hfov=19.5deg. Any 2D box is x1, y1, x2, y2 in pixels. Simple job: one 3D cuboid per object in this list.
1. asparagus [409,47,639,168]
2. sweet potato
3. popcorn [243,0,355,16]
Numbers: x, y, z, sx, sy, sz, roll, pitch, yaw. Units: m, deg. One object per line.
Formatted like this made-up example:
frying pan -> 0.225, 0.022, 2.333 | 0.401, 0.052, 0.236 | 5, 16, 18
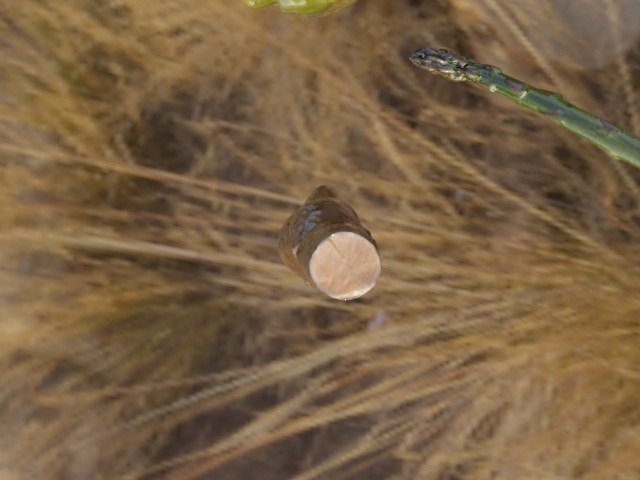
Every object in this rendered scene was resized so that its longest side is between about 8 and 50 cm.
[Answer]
asparagus -> 0.173, -0.082, 1.290 | 0.248, 0.025, 0.024 | 27, 125, 14
sweet potato -> 0.000, 0.000, 1.358 | 0.281, 0.059, 0.067 | -150, 51, -83
popcorn -> -0.003, -0.295, 1.463 | 0.249, 0.249, 0.225 | -35, 74, 33
